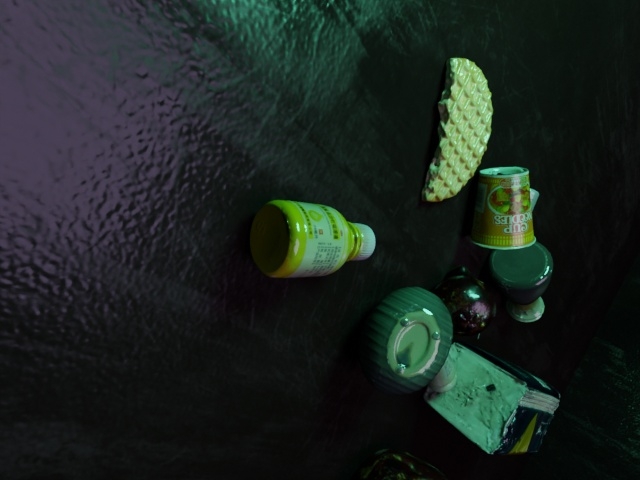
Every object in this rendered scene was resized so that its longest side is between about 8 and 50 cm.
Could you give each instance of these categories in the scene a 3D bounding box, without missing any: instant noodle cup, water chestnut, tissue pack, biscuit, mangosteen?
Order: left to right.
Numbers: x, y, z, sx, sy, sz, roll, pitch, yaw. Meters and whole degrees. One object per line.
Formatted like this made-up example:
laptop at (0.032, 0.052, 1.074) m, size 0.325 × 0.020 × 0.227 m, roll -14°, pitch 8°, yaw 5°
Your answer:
water chestnut at (0.212, 0.750, 1.120) m, size 0.336 × 0.347 × 0.334 m, roll 2°, pitch 77°, yaw -11°
mangosteen at (0.367, 0.158, 1.072) m, size 0.173 × 0.183 × 0.172 m, roll 1°, pitch 135°, yaw 1°
biscuit at (0.324, -0.239, 0.929) m, size 0.205 × 0.040 × 0.308 m, roll -9°, pitch 114°, yaw -39°
tissue pack at (0.552, 0.500, 1.293) m, size 0.417 × 0.264 × 0.253 m, roll 31°, pitch 87°, yaw -45°
instant noodle cup at (0.469, -0.090, 1.053) m, size 0.169 × 0.168 × 0.184 m, roll -19°, pitch 112°, yaw -35°

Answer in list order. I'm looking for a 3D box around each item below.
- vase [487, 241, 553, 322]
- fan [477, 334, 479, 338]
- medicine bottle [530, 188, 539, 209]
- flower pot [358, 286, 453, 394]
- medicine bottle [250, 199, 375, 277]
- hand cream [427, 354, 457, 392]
vase at (0.639, 0.142, 1.298) m, size 0.173 × 0.173 × 0.321 m, roll -52°, pitch 140°, yaw -11°
fan at (0.543, 0.269, 1.365) m, size 0.085 × 0.005 × 0.133 m, roll -1°, pitch 107°, yaw -42°
medicine bottle at (0.566, -0.088, 1.178) m, size 0.080 × 0.080 × 0.130 m, roll 12°, pitch 99°, yaw -44°
flower pot at (0.185, 0.219, 0.898) m, size 0.242 × 0.190 × 0.157 m, roll -63°, pitch 177°, yaw -7°
medicine bottle at (0.000, 0.000, 0.690) m, size 0.213 × 0.122 × 0.121 m, roll 2°, pitch 107°, yaw -42°
hand cream at (0.309, 0.307, 1.105) m, size 0.093 × 0.147 × 0.305 m, roll -13°, pitch 131°, yaw 12°
